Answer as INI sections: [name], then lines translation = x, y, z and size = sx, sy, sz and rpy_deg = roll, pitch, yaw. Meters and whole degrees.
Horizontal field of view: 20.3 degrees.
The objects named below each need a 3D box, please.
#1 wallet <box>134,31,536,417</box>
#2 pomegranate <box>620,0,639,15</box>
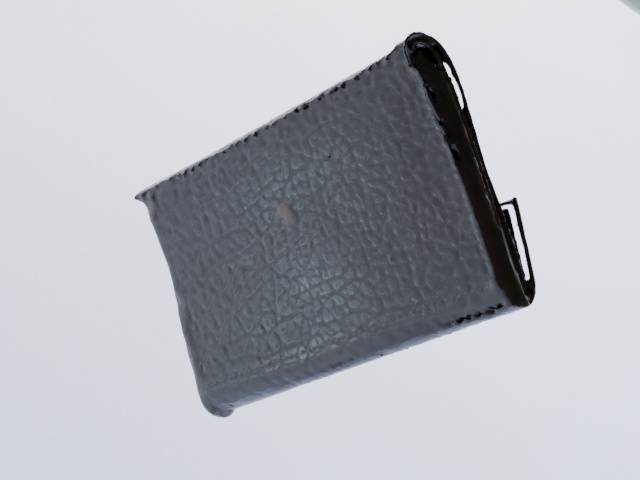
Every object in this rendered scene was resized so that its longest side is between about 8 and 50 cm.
[wallet]
translation = 0.000, 0.000, 0.881
size = 0.039, 0.243, 0.133
rpy_deg = -16, -96, -39
[pomegranate]
translation = 0.321, -0.277, 1.193
size = 0.216, 0.310, 0.358
rpy_deg = 46, -137, -20
